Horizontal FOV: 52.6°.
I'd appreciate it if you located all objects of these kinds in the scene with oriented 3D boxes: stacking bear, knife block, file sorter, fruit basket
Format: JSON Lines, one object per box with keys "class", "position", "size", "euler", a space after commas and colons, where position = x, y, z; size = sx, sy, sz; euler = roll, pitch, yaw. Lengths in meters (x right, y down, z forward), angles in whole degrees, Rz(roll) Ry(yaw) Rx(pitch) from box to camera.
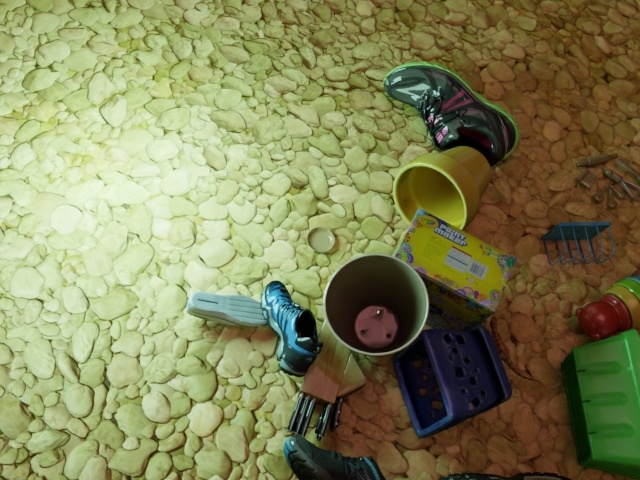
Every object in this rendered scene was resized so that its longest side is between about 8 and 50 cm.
{"class": "stacking bear", "position": [0.885, 0.198, 1.890], "size": [0.289, 0.164, 0.175], "euler": [-22, 70, -13]}
{"class": "knife block", "position": [-0.016, 0.374, 1.704], "size": [0.242, 0.088, 0.275], "euler": [-21, 70, -18]}
{"class": "file sorter", "position": [0.789, 0.013, 1.979], "size": [0.171, 0.118, 0.104], "euler": [-1, 68, -9]}
{"class": "fruit basket", "position": [0.857, 0.426, 1.697], "size": [0.393, 0.283, 0.391], "euler": [-3, 65, 7]}

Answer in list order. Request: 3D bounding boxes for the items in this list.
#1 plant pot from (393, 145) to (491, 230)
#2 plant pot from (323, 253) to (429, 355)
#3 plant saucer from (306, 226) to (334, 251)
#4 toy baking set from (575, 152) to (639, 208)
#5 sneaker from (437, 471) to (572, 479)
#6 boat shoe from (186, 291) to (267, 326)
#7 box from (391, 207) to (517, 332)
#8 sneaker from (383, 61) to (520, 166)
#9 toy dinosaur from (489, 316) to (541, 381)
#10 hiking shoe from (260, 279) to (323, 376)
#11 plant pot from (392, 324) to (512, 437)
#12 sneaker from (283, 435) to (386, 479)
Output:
{"class": "plant pot", "position": [0.387, -0.165, 1.947], "size": [0.254, 0.254, 0.239], "euler": [43, 52, 12]}
{"class": "plant pot", "position": [0.148, 0.198, 1.696], "size": [0.257, 0.274, 0.256], "euler": [-2, 70, 5]}
{"class": "plant saucer", "position": [0.000, 0.000, 1.925], "size": [0.084, 0.015, 0.083], "euler": [3, 64, -7]}
{"class": "toy baking set", "position": [0.974, -0.204, 2.161], "size": [0.256, 0.030, 0.196], "euler": [-18, 72, -16]}
{"class": "sneaker", "position": [0.452, 0.683, 1.609], "size": [0.411, 0.158, 0.181], "euler": [1, 82, -3]}
{"class": "boat shoe", "position": [-0.254, 0.190, 1.767], "size": [0.226, 0.076, 0.083], "euler": [18, 54, -17]}
{"class": "box", "position": [0.328, 0.103, 1.778], "size": [0.290, 0.279, 0.177], "euler": [28, 64, 5]}
{"class": "sneaker", "position": [0.411, -0.408, 2.088], "size": [0.483, 0.185, 0.202], "euler": [31, 60, 8]}
{"class": "toy dinosaur", "position": [0.506, 0.318, 1.794], "size": [0.064, 0.112, 0.211], "euler": [-21, 70, -18]}
{"class": "hiking shoe", "position": [-0.066, 0.210, 1.716], "size": [0.113, 0.132, 0.304], "euler": [18, 35, -39]}
{"class": "plant pot", "position": [0.348, 0.359, 1.693], "size": [0.212, 0.236, 0.235], "euler": [-9, 66, -20]}
{"class": "sneaker", "position": [0.060, 0.584, 1.610], "size": [0.341, 0.125, 0.139], "euler": [39, 58, 0]}
